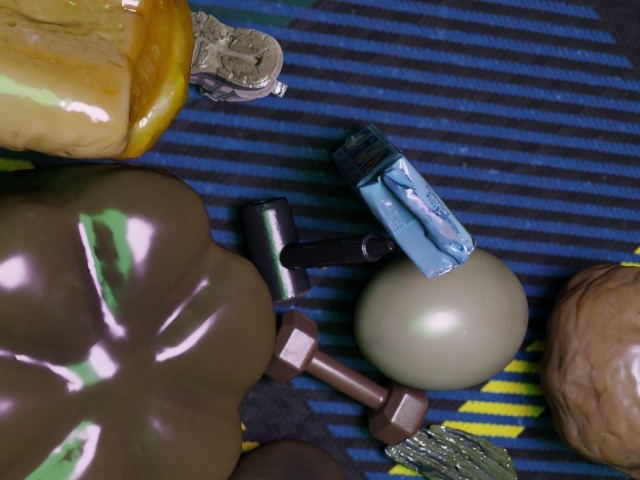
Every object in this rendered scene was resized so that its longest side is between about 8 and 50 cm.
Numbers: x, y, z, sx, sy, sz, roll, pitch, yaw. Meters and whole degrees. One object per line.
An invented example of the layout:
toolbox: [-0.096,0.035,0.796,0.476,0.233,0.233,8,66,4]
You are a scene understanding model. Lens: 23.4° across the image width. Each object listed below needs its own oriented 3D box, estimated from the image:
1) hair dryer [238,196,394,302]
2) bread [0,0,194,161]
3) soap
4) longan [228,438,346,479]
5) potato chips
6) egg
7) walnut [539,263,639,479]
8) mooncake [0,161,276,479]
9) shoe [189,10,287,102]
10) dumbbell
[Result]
hair dryer: [0.000,0.000,1.872,0.070,0.255,0.128,-18,95,-41]
bread: [-0.333,-0.244,1.745,0.394,0.250,0.361,12,70,-22]
soap: [0.097,-0.050,1.869,0.077,0.293,0.156,-39,106,3]
longan: [-0.050,0.334,1.915,0.167,0.167,0.187,47,58,-14]
potato chips: [0.180,0.292,2.049,0.207,0.028,0.092,30,82,-18]
egg: [0.151,0.097,1.943,0.242,0.186,0.186,-4,94,-38]
walnut: [0.427,0.173,2.001,0.296,0.285,0.285,10,89,-39]
mooncake: [-0.283,0.138,1.735,0.467,0.262,0.467,-4,96,-36]
shoe: [-0.124,-0.220,1.902,0.180,0.092,0.089,13,76,16]
dumbbell: [0.030,0.176,1.968,0.231,0.092,0.082,32,112,-15]
